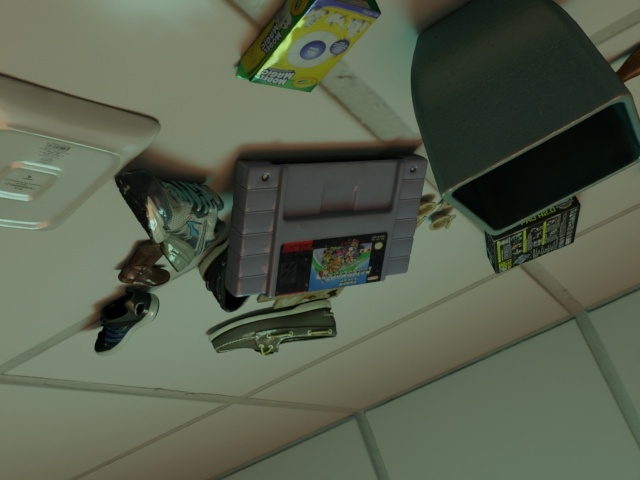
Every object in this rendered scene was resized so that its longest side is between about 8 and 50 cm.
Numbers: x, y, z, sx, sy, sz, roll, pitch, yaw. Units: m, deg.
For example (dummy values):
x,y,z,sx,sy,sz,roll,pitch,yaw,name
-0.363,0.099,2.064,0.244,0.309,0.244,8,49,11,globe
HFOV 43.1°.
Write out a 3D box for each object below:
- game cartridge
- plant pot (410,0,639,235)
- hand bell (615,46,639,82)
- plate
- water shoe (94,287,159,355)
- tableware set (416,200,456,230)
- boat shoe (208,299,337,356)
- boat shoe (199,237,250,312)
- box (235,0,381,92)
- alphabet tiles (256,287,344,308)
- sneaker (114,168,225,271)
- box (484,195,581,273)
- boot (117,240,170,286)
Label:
x,y,z,sx,sy,sz,roll,pitch,yaw,name
0.016,-0.027,1.357,0.355,0.068,0.230,-6,111,-32,game cartridge
0.259,-0.191,1.096,0.247,0.252,0.248,-30,156,19,plant pot
0.489,-0.259,1.371,0.242,0.126,0.126,-38,154,12,hand bell
-0.386,-0.089,1.043,0.278,0.045,0.277,-35,153,30,plate
-0.397,0.152,1.577,0.080,0.073,0.203,28,126,-34,water shoe
0.232,-0.054,1.680,0.169,0.020,0.141,-14,155,-23,tableware set
-0.109,0.221,1.918,0.305,0.091,0.109,-14,165,-13,boat shoe
-0.114,0.025,1.447,0.127,0.113,0.340,1,149,-40,boat shoe
-0.021,-0.245,1.008,0.105,0.043,0.179,0,151,-41,box
0.019,0.063,1.787,0.285,0.011,0.342,-10,155,-26,alphabet tiles
-0.217,-0.055,1.227,0.122,0.110,0.283,-34,164,-7,sneaker
0.510,-0.020,1.961,0.216,0.060,0.270,-23,157,6,box
-0.291,0.038,1.432,0.106,0.037,0.114,-2,147,-42,boot
